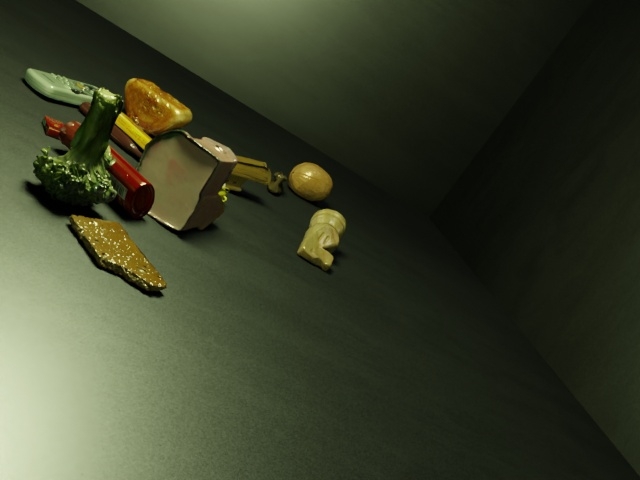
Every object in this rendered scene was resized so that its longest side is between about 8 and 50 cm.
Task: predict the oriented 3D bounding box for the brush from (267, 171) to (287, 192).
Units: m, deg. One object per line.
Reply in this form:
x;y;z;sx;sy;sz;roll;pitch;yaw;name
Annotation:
-0.173;-0.256;2.590;0.071;0.084;0.301;32;10;-7;brush

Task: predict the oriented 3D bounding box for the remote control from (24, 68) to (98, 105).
-0.804;-0.483;1.981;0.140;0.056;0.296;35;14;20;remote control

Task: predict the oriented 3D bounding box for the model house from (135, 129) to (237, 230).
-0.361;-0.174;1.688;0.202;0.237;0.237;30;11;8;model house

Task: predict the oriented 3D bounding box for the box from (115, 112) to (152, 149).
-0.578;-0.332;1.970;0.269;0.043;0.152;40;-2;20;box

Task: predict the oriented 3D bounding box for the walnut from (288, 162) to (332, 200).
-0.045;-0.259;2.704;0.197;0.165;0.165;31;16;-26;walnut

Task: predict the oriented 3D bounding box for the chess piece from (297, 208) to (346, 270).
0.000;0.000;2.150;0.137;0.137;0.301;34;28;-4;chess piece

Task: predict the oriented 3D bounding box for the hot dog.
-0.584;-0.448;2.158;0.256;0.153;0.150;36;20;12;hot dog

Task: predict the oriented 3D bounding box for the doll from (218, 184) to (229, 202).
-0.361;-0.207;1.996;0.207;0.129;0.081;56;-7;17;doll

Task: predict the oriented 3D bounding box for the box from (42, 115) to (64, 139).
-0.731;-0.307;1.686;0.051;0.023;0.082;19;22;-41;box

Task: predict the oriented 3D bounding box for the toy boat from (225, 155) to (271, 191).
-0.325;-0.240;2.148;0.321;0.121;0.089;7;29;-31;toy boat

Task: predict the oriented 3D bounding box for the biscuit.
-0.434;0.029;1.309;0.237;0.026;0.131;45;20;29;biscuit

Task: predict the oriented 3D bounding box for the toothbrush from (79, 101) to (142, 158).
-0.624;-0.321;1.909;0.364;0.041;0.041;39;16;16;toothbrush

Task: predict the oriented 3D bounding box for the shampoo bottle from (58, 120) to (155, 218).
-0.545;-0.188;1.560;0.314;0.118;0.076;40;53;20;shampoo bottle

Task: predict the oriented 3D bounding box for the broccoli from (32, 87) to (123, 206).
-0.505;-0.204;1.394;0.177;0.275;0.198;35;5;9;broccoli
